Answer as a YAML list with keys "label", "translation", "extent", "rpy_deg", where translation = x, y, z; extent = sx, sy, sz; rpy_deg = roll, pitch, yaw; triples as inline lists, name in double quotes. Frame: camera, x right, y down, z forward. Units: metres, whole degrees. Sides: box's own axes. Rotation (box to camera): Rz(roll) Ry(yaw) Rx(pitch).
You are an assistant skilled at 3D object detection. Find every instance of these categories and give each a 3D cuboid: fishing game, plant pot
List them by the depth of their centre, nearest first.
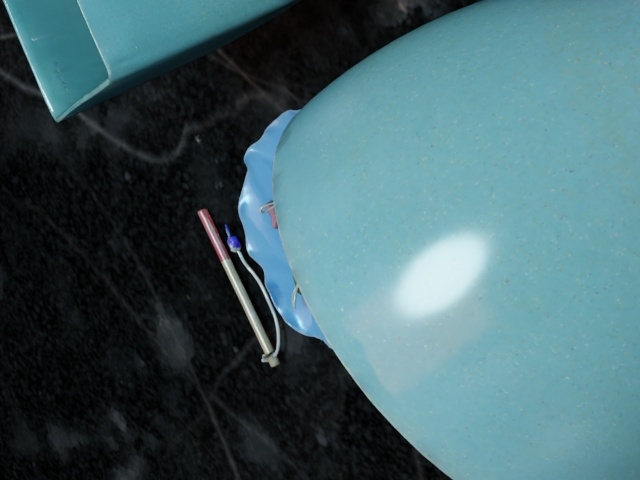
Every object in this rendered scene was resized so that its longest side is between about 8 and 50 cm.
- label: "plant pot"
  translation: [0.148, -0.023, 0.835]
  extent: [0.195, 0.290, 0.290]
  rpy_deg: [-44, 75, 32]
- label: "plant pot"
  translation: [-0.069, -0.197, 0.974]
  extent: [0.165, 0.234, 0.166]
  rpy_deg: [68, 160, -4]
- label: "fishing game"
  translation: [0.000, 0.000, 1.163]
  extent: [0.264, 0.041, 0.189]
  rpy_deg: [-31, 83, 49]
